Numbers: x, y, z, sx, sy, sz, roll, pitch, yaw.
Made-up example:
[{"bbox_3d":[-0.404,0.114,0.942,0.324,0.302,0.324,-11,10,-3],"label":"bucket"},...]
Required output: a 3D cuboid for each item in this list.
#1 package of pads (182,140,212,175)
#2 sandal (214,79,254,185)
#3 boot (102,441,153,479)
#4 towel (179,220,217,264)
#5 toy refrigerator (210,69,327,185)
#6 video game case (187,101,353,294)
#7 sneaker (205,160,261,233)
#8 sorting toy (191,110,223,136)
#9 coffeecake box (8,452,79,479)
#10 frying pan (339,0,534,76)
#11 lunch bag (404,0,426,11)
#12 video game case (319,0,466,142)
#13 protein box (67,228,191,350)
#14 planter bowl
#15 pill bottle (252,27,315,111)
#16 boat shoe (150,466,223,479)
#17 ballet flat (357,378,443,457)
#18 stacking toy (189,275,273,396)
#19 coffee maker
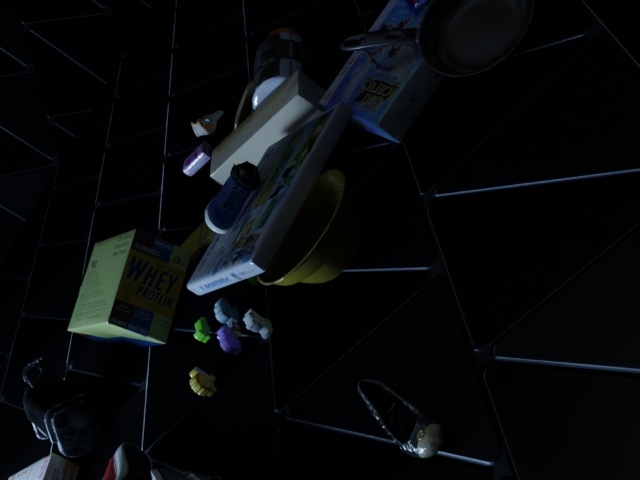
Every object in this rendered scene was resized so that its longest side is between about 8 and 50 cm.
[{"bbox_3d":[-0.296,-0.197,2.266,0.083,0.032,0.050,-39,30,30],"label":"package of pads"},{"bbox_3d":[-0.150,-0.220,2.023,0.088,0.079,0.240,-38,-30,-74],"label":"sandal"},{"bbox_3d":[-0.347,0.464,1.548,0.176,0.088,0.244,-54,19,4],"label":"boot"},{"bbox_3d":[-0.282,0.025,2.010,0.237,0.021,0.102,-43,24,25],"label":"towel"},{"bbox_3d":[-0.097,-0.209,1.873,0.269,0.102,0.094,-39,33,30],"label":"toy refrigerator"},{"bbox_3d":[-0.092,-0.065,1.617,0.300,0.036,0.329,-21,37,61],"label":"video game case"},{"bbox_3d":[-0.150,-0.082,1.638,0.084,0.058,0.152,-51,9,38],"label":"sneaker"},{"bbox_3d":[-0.279,-0.301,2.358,0.075,0.045,0.083,-44,22,-21],"label":"sorting toy"},{"bbox_3d":[-0.572,0.522,1.862,0.185,0.068,0.142,-32,35,38],"label":"coffeecake box"},{"bbox_3d":[0.193,-0.313,1.494,0.326,0.053,0.197,-27,56,24],"label":"frying pan"},{"bbox_3d":[0.225,-0.563,1.692,0.221,0.138,0.293,-29,21,22],"label":"lunch bag"},{"bbox_3d":[0.132,-0.309,1.661,0.244,0.061,0.269,-56,27,1],"label":"video game case"},{"bbox_3d":[-0.395,0.106,1.938,0.199,0.136,0.201,-14,57,51],"label":"protein box"},{"bbox_3d":[0.000,0.000,1.487,0.217,0.090,0.217,-45,24,26],"label":"planter bowl"},{"bbox_3d":[-0.076,-0.353,1.972,0.130,0.130,0.246,-40,31,28],"label":"pill bottle"},{"bbox_3d":[-0.170,0.395,1.358,0.099,0.116,0.319,-17,8,-21],"label":"boat shoe"},{"bbox_3d":[0.094,0.217,1.140,0.057,0.049,0.173,-58,27,-3],"label":"ballet flat"},{"bbox_3d":[-0.165,0.148,1.640,0.167,0.052,0.221,-46,28,17],"label":"stacking toy"},{"bbox_3d":[-0.534,0.342,1.893,0.120,0.171,0.178,-47,25,-21],"label":"coffee maker"}]
